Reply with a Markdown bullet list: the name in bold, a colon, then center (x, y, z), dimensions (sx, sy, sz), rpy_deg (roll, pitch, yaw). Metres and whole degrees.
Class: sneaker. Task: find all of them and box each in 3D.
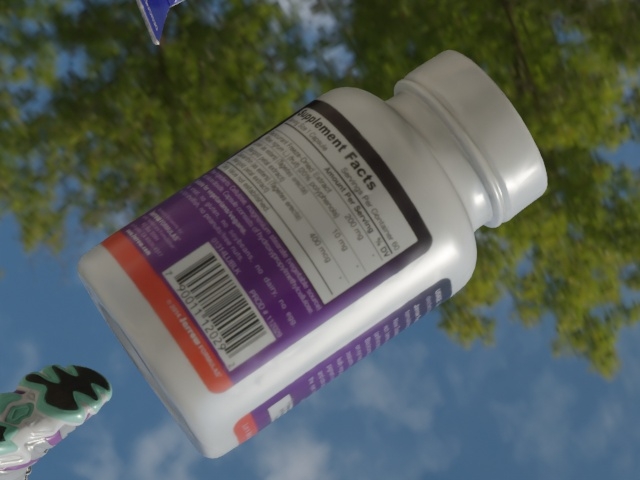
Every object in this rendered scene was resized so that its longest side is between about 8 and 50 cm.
- **sneaker**: center (-0.155, 0.106, 0.925), dimensions (0.098, 0.069, 0.038), rpy_deg (-21, -127, -33)

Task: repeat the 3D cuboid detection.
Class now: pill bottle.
- **pill bottle**: center (0.000, 0.000, 0.783), dimensions (0.193, 0.108, 0.108), rpy_deg (-34, -126, -10)

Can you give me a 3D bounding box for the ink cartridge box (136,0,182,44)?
- **ink cartridge box**: center (-0.103, -0.307, 1.301), dimensions (0.069, 0.175, 0.371), rpy_deg (-11, -148, 13)
